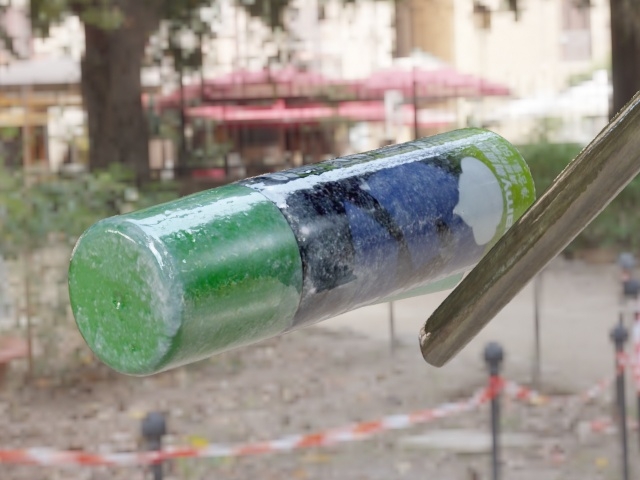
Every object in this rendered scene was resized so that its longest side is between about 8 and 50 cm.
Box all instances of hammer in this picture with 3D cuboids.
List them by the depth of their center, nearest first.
[{"bbox_3d":[0.145,-0.043,0.839,0.043,0.111,0.365,18,-42,-20],"label":"hammer"}]

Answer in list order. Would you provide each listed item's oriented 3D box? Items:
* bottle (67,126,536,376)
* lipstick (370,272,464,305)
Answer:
[{"bbox_3d":[0.000,0.000,0.991,0.093,0.093,0.330,-1,10,42],"label":"bottle"},{"bbox_3d":[0.017,0.037,1.699,0.304,0.076,0.076,-11,6,-35],"label":"lipstick"}]
